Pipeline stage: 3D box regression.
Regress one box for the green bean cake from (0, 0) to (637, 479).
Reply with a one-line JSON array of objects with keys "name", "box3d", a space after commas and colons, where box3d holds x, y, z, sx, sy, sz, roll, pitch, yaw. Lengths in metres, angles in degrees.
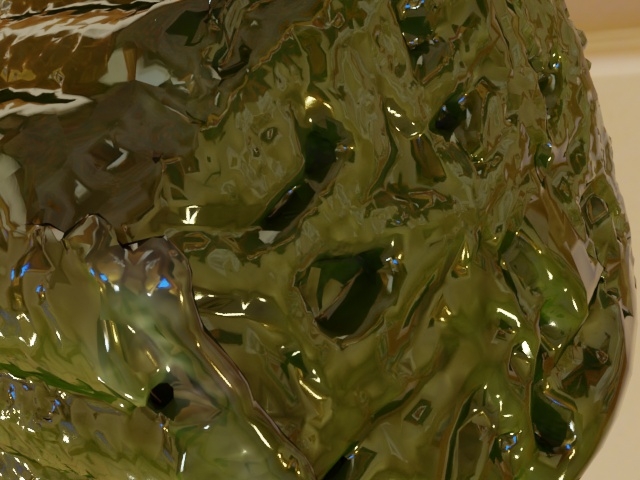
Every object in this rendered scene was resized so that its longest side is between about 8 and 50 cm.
[{"name": "green bean cake", "box3d": [0.000, 0.000, 0.498, 0.218, 0.335, 0.319, 9, -131, 40]}]
